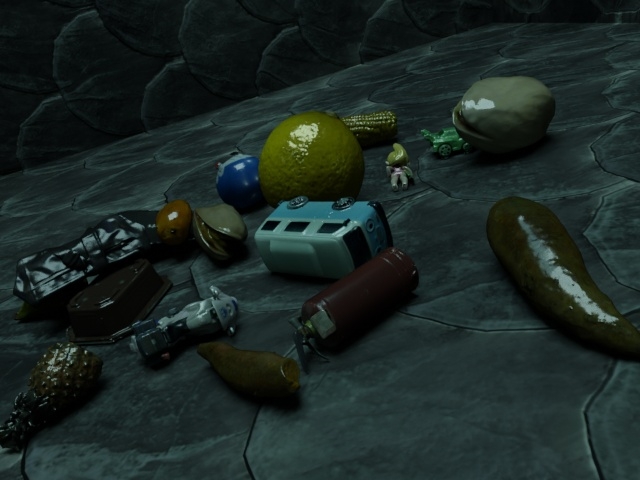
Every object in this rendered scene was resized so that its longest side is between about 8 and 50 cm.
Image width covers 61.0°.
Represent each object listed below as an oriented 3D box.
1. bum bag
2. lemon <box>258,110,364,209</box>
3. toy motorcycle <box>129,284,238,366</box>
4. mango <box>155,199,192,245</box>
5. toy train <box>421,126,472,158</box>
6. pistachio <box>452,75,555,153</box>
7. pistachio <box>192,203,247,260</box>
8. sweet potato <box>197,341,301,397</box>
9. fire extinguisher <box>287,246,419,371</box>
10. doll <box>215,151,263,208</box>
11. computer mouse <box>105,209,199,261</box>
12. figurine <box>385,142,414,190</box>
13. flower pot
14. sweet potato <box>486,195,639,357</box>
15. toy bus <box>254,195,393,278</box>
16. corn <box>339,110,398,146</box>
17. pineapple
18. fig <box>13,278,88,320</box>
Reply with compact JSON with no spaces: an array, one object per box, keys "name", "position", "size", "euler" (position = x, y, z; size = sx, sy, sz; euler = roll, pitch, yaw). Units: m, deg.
[{"name":"bum bag","position":[-0.545,0.036,1.234],"size":[0.310,0.074,0.137],"euler":[-30,62,-29]},{"name":"lemon","position":[-0.022,-0.179,1.368],"size":[0.293,0.293,0.293],"euler":[-12,26,6]},{"name":"toy motorcycle","position":[-0.249,0.158,1.030],"size":[0.221,0.102,0.150],"euler":[-24,7,-25]},{"name":"mango","position":[-0.379,-0.057,1.397],"size":[0.105,0.084,0.159],"euler":[-53,36,19]},{"name":"toy train","position":[0.381,-0.298,1.608],"size":[0.149,0.081,0.099],"euler":[-12,25,6]},{"name":"pistachio","position":[0.502,-0.348,1.491],"size":[0.332,0.226,0.208],"euler":[-21,-12,-26]},{"name":"pistachio","position":[-0.255,-0.026,1.354],"size":[0.129,0.131,0.206],"euler":[-58,28,7]},{"name":"sweet potato","position":[-0.118,0.210,0.884],"size":[0.244,0.077,0.077],"euler":[-1,28,45]},{"name":"fire extinguisher","position":[0.054,0.116,0.954],"size":[0.269,0.104,0.105],"euler":[-30,30,-29]},{"name":"doll","position":[-0.195,-0.197,1.629],"size":[0.215,0.161,0.257],"euler":[-30,-1,42]},{"name":"computer mouse","position":[-0.456,-0.007,1.473],"size":[0.295,0.087,0.168],"euler":[-4,36,-15]},{"name":"figurine","position":[0.222,-0.203,1.522],"size":[0.083,0.083,0.187],"euler":[-8,37,14]},{"name":"flower pot","position":[-0.460,0.122,1.217],"size":[0.179,0.084,0.251],"euler":[-6,27,18]},{"name":"sweet potato","position":[0.380,0.042,0.900],"size":[0.131,0.130,0.422],"euler":[-15,33,0]},{"name":"toy bus","position":[0.000,0.000,1.165],"size":[0.271,0.133,0.165],"euler":[3,36,37]},{"name":"corn","position":[0.088,-0.368,1.860],"size":[0.363,0.120,0.120],"euler":[-8,27,19]},{"name":"pineapple","position":[-0.471,0.268,0.935],"size":[0.108,0.108,0.197],"euler":[3,43,32]},{"name":"fig","position":[-0.650,0.119,1.283],"size":[0.185,0.126,0.133],"euler":[-18,40,-16]}]
